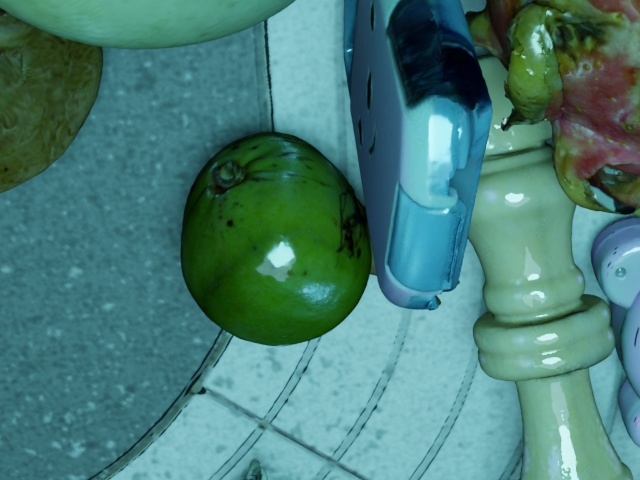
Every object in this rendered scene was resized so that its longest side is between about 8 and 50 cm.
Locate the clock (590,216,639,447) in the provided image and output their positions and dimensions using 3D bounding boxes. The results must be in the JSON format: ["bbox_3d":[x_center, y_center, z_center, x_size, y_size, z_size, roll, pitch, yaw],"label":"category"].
[{"bbox_3d":[0.336,0.052,0.901,0.248,0.090,0.227,-13,113,8],"label":"clock"}]

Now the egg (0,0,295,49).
[{"bbox_3d":[-0.094,-0.214,0.693,0.218,0.295,0.218,-4,84,36],"label":"egg"}]

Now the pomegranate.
[{"bbox_3d":[0.000,0.000,0.843,0.191,0.152,0.131,8,137,-9],"label":"pomegranate"}]

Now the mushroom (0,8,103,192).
[{"bbox_3d":[-0.272,-0.131,0.768,0.278,0.146,0.278,-12,113,-32],"label":"mushroom"}]

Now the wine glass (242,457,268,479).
[{"bbox_3d":[0.076,0.273,0.975,0.321,0.143,0.143,13,114,-7],"label":"wine glass"}]

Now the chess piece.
[{"bbox_3d":[0.155,0.064,0.862,0.117,0.117,0.397,-12,97,5],"label":"chess piece"}]

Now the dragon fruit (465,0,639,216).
[{"bbox_3d":[0.213,-0.144,0.734,0.269,0.250,0.291,-6,128,8],"label":"dragon fruit"}]

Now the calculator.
[{"bbox_3d":[0.050,-0.096,0.731,0.051,0.293,0.173,-3,137,-5],"label":"calculator"}]
